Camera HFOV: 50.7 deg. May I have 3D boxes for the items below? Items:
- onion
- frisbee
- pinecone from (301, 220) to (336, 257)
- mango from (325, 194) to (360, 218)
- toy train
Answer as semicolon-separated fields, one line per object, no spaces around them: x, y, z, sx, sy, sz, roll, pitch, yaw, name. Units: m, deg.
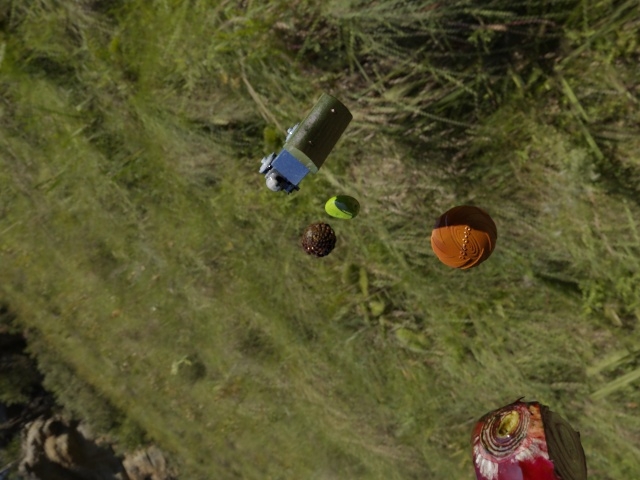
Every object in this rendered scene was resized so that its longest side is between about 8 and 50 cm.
0.397;0.447;1.322;0.216;0.207;0.206;37;-138;-28;onion
0.418;-0.007;1.955;0.192;0.192;0.035;56;-173;-10;frisbee
0.000;0.000;1.411;0.077;0.077;0.083;63;-165;18;pinecone
0.063;-0.097;1.969;0.073;0.108;0.056;64;-146;-30;mango
-0.045;-0.262;1.856;0.131;0.202;0.299;38;-132;-10;toy train
